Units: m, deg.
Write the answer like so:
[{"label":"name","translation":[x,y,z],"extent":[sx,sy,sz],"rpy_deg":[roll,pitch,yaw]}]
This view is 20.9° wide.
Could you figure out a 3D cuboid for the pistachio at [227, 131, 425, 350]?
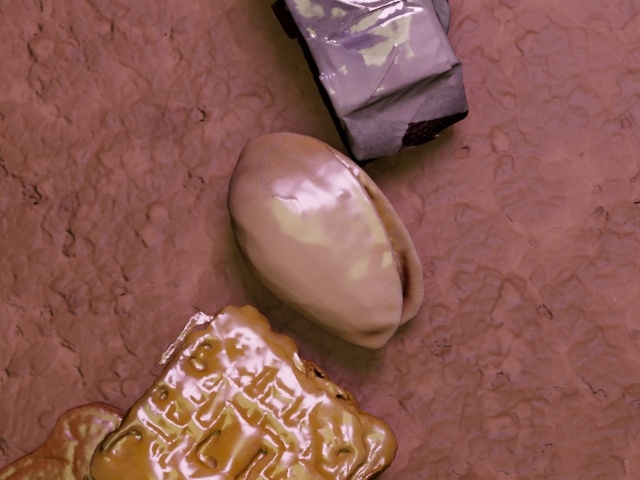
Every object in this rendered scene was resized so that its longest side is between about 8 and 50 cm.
[{"label":"pistachio","translation":[0.000,0.000,1.590],"extent":[0.152,0.126,0.223],"rpy_deg":[-32,97,35]}]

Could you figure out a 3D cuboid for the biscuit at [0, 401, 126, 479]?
[{"label":"biscuit","translation":[-0.202,0.308,1.650],"extent":[0.257,0.049,0.273],"rpy_deg":[-44,89,3]}]

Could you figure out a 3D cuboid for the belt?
[{"label":"belt","translation":[0.040,-0.221,1.562],"extent":[0.164,0.184,0.289],"rpy_deg":[-24,94,-1]}]

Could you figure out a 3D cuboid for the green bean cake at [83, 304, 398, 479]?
[{"label":"green bean cake","translation":[-0.073,0.195,1.573],"extent":[0.224,0.131,0.230],"rpy_deg":[39,78,4]}]
